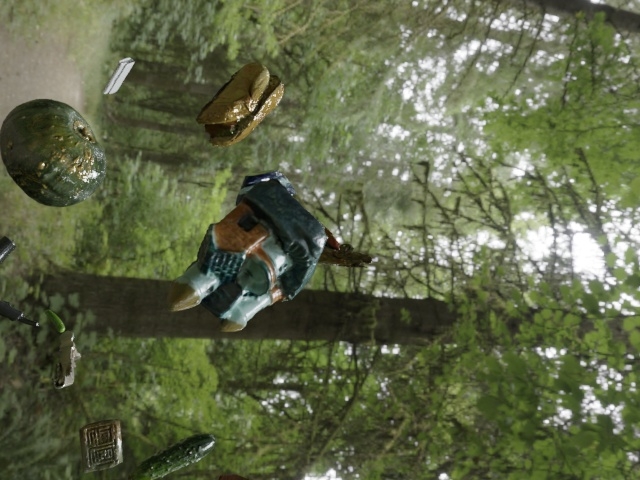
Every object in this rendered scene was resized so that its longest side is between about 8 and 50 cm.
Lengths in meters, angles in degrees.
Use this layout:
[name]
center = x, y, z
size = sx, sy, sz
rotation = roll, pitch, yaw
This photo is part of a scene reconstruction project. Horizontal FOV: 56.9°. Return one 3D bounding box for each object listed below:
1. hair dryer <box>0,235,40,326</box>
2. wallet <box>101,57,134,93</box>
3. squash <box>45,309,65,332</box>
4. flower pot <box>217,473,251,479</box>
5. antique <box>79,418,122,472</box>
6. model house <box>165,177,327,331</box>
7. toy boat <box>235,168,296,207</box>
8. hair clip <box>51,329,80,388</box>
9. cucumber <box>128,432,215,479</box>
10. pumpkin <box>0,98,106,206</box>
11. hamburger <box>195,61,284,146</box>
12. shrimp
[hair dryer]
center = -0.892, 0.145, 1.672
size = 0.236, 0.272, 0.091
rotation = -50, -158, -24
[wallet]
center = -0.583, -0.472, 1.699
size = 0.122, 0.025, 0.061
rotation = -42, -177, 33
[squash]
center = -0.843, 0.254, 1.877
size = 0.089, 0.027, 0.027
rotation = 53, -27, 2
[flower pot]
center = -0.180, 0.629, 1.270
size = 0.173, 0.190, 0.191
rotation = -57, 178, -40
[antique]
center = -0.741, 0.689, 1.990
size = 0.284, 0.125, 0.150
rotation = 139, -57, -63
[model house]
center = -0.156, 0.064, 1.090
size = 0.184, 0.291, 0.253
rotation = 45, -38, 9
[toy boat]
center = -0.154, -0.055, 1.585
size = 0.070, 0.210, 0.292
rotation = 6, -97, 40
[hair clip]
center = -0.544, 0.274, 1.266
size = 0.226, 0.034, 0.072
rotation = -137, -147, -63
[cucumber]
center = -0.359, 0.532, 1.442
size = 0.069, 0.227, 0.069
rotation = 19, -64, 46
[pumpkin]
center = -0.828, -0.266, 1.831
size = 0.257, 0.291, 0.328
rotation = -34, -118, 9
[hamburger]
center = -0.176, -0.337, 1.460
size = 0.130, 0.124, 0.262
rotation = 10, -126, 35
[shrimp]
center = 0.000, 0.000, 1.526
size = 0.063, 0.287, 0.152
rotation = -54, 150, -52
